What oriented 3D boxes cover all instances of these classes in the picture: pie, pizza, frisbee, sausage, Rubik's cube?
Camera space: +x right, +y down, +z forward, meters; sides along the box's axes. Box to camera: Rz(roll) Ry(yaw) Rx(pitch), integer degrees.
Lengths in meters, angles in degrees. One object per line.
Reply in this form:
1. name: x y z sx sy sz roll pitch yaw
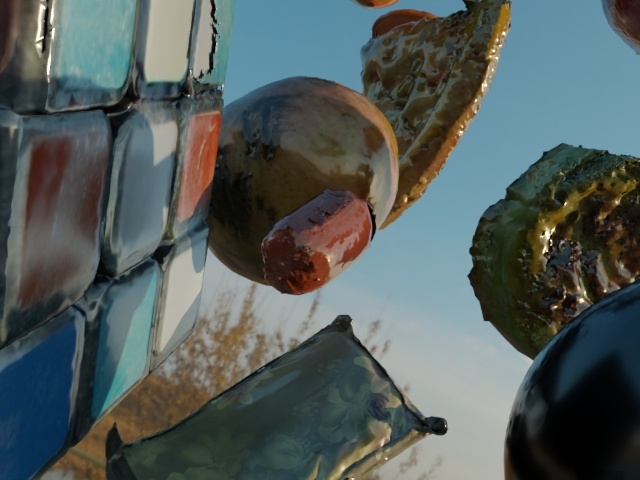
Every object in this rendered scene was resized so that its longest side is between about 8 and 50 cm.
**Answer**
1. pie: 0.354 0.040 0.863 0.355 0.288 0.103 17 4 -16
2. pizza: 0.188 -0.276 1.238 0.080 0.435 0.392 16 -33 -33
3. frisbee: 0.206 -0.447 1.507 0.192 0.035 0.192 12 -17 4
4. sausage: 0.000 0.000 0.627 0.076 0.141 0.076 14 -63 29
5. Rubik's cube: -0.274 -0.067 0.473 0.362 0.358 0.363 14 16 3

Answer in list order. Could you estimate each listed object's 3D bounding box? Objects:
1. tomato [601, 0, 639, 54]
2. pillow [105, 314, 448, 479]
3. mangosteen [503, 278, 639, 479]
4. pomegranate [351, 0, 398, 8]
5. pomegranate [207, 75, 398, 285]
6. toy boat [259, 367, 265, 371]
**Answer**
1. tomato: 0.496 -0.429 0.998 0.176 0.335 0.289 31 -39 0
2. pillow: -0.036 0.167 0.550 0.169 0.255 0.059 39 -36 41
3. mangosteen: 0.250 0.116 0.391 0.275 0.302 0.275 11 -57 17
4. pomegranate: 0.092 -0.560 1.278 0.229 0.270 0.252 -24 -76 23
5. pomegranate: -0.037 -0.083 0.998 0.322 0.322 0.322 20 -18 7
6. toy boat: -0.071 0.250 1.191 0.093 0.293 0.055 55 2 32
